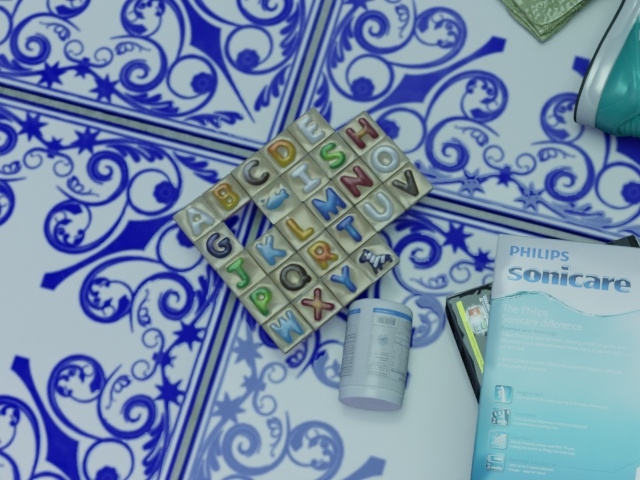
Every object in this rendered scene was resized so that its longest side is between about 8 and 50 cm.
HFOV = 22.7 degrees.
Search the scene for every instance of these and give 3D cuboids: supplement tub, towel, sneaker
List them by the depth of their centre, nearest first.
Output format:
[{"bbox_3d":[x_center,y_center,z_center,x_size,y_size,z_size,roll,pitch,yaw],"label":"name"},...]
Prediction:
[{"bbox_3d":[0.058,0.120,1.677,0.071,0.071,0.107,6,74,6],"label":"supplement tub"},{"bbox_3d":[0.414,-0.230,1.732,0.178,0.124,0.296,24,83,16],"label":"sneaker"},{"bbox_3d":[0.270,-0.307,1.810,0.148,0.027,0.110,-41,75,5],"label":"towel"}]

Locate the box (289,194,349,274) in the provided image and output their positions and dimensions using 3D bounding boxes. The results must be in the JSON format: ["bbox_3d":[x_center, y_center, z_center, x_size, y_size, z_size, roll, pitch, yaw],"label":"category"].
[{"bbox_3d":[0.000,0.000,1.728,0.062,0.052,0.083,-5,71,2],"label":"box"}]

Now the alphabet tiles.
[{"bbox_3d":[-0.007,-0.026,1.704,0.237,0.009,0.198,-39,73,-7],"label":"alphabet tiles"}]

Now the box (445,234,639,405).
[{"bbox_3d":[0.273,0.153,1.657,0.216,0.060,0.270,-19,72,-2],"label":"box"}]

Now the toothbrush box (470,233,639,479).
[{"bbox_3d":[0.262,0.157,1.558,0.216,0.126,0.296,5,74,7],"label":"toothbrush box"}]
